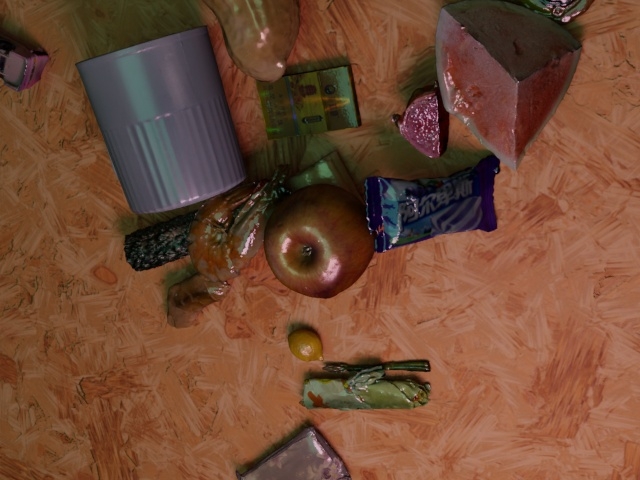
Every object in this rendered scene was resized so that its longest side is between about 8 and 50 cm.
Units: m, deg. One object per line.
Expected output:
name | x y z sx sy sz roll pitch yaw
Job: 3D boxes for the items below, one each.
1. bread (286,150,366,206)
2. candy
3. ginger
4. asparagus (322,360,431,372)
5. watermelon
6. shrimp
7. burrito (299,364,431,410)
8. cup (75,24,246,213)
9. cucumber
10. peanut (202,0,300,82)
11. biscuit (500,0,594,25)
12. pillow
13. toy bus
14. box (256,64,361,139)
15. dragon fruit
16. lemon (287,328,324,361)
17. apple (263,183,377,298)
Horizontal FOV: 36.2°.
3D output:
bread | 0.016 -0.070 1.940 0.140 0.060 0.178 -29 95 26
candy | 0.213 -0.067 1.802 0.275 0.070 0.145 -11 100 -17
ginger | -0.270 0.123 2.103 0.190 0.069 0.095 -32 89 27
asparagus | 0.115 0.264 2.033 0.233 0.022 0.023 -4 149 19
watermelon | 0.320 -0.276 1.703 0.256 0.176 0.260 4 139 1
shrimp | -0.155 -0.046 1.927 0.154 0.062 0.294 46 103 12
burrito | 0.085 0.307 2.030 0.288 0.054 0.104 -2 124 20
cup | -0.331 -0.225 1.912 0.331 0.257 0.311 -12 104 22
cucumber | -0.241 -0.020 2.032 0.360 0.096 0.096 -16 101 25
peanut | -0.136 -0.462 1.819 0.174 0.158 0.340 -27 100 4
biscuit | 0.396 -0.478 1.680 0.290 0.041 0.208 -36 93 26
pillow | -0.059 0.517 2.158 0.255 0.059 0.169 -37 92 24
toy bus | -0.711 -0.414 2.070 0.274 0.112 0.090 29 114 10
box | -0.023 -0.268 1.909 0.193 0.030 0.121 -6 105 23
dragon fruit | 0.186 -0.232 1.808 0.096 0.102 0.147 8 112 24
lemon | -0.029 0.221 2.048 0.092 0.065 0.065 36 115 13
apple | 0.000 0.000 1.832 0.211 0.188 0.211 5 106 17
